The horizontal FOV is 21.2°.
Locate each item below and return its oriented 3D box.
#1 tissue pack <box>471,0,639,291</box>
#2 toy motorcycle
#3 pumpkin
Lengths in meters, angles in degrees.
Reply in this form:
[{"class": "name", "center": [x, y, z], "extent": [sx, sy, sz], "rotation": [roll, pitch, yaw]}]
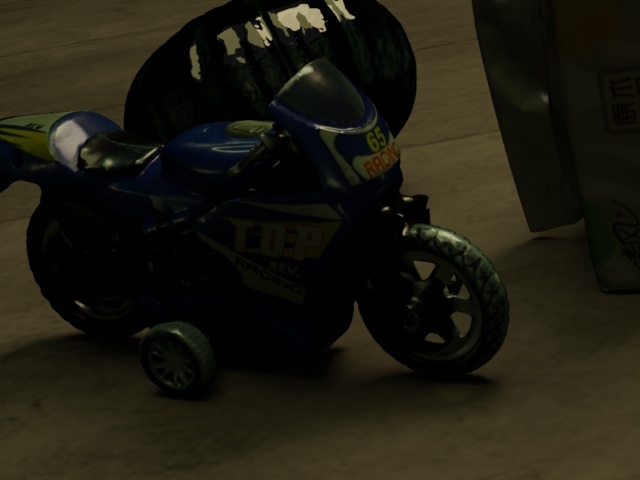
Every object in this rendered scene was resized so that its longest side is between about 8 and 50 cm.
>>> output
[{"class": "tissue pack", "center": [0.158, -0.105, 0.939], "extent": [0.145, 0.229, 0.159], "rotation": [-7, 22, 14]}, {"class": "toy motorcycle", "center": [-0.049, -0.014, 0.897], "extent": [0.315, 0.169, 0.113], "rotation": [4, 27, 32]}, {"class": "pumpkin", "center": [-0.032, -0.089, 1.096], "extent": [0.194, 0.150, 0.194], "rotation": [-16, 17, 5]}]
